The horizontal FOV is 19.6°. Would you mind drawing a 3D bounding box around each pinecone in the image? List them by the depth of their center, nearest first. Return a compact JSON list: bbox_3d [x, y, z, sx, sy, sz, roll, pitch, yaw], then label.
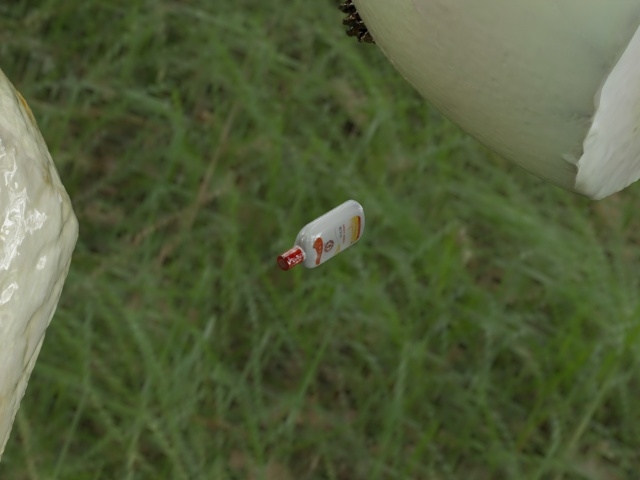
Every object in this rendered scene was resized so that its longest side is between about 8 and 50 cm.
[{"bbox_3d":[0.046,-0.213,1.617,0.077,0.077,0.083,22,71,-3],"label":"pinecone"}]

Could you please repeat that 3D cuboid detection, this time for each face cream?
[{"bbox_3d":[0.000,0.000,1.428,0.021,0.040,0.083,32,47,32],"label":"face cream"}]

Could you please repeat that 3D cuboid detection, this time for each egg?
[{"bbox_3d":[0.152,-0.253,1.260,0.340,0.354,0.354,38,35,20],"label":"egg"}]

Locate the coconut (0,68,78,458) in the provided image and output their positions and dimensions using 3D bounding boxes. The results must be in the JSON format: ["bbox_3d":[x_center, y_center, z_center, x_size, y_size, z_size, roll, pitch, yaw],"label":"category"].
[{"bbox_3d":[-0.297,0.025,1.036,0.329,0.329,0.329,17,33,-11],"label":"coconut"}]
